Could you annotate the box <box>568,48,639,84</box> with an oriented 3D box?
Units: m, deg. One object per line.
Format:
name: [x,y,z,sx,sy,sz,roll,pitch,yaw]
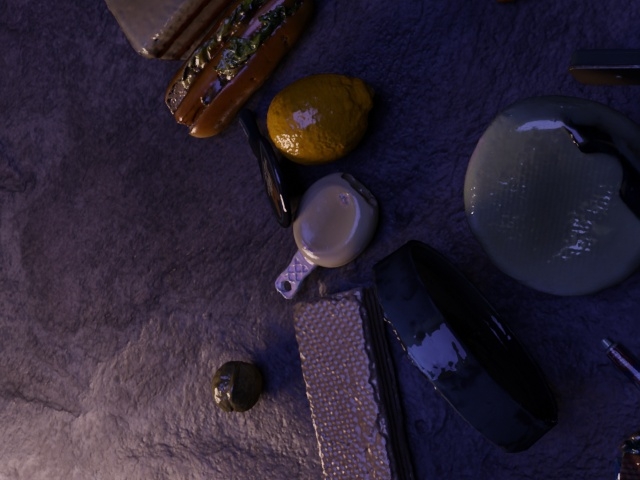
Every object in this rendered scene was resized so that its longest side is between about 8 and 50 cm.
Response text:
box: [0.410,-0.238,1.405,0.126,0.091,0.031,5,85,31]

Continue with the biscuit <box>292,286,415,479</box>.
biscuit: [0.062,0.291,1.605,0.144,0.078,0.426,-13,83,28]

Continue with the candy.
candy: [-0.220,-0.460,1.726,0.321,0.135,0.179,-40,73,32]

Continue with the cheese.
cheese: [0.000,0.000,1.654,0.137,0.064,0.227,45,112,24]

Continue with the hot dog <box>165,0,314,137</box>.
hot dog: [-0.138,-0.317,1.715,0.337,0.100,0.135,-45,68,22]

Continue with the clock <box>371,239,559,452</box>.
clock: [0.198,0.138,1.391,0.067,0.325,0.325,-41,70,16]

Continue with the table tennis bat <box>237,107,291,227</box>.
table tennis bat: [-0.089,-0.125,1.685,0.027,0.150,0.236,-17,56,-11]

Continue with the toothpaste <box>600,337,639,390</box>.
toothpaste: [0.441,0.187,1.421,0.140,0.021,0.037,47,113,19]

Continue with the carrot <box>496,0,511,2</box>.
carrot: [0.337,-0.384,1.478,0.191,0.047,0.047,-10,84,25]

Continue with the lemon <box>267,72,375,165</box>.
lemon: [0.002,-0.193,1.611,0.187,0.142,0.142,-24,77,14]

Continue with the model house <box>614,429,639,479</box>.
model house: [0.454,0.305,1.338,0.148,0.149,0.119,1,89,28]

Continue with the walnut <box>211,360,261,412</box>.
walnut: [-0.141,0.246,1.723,0.092,0.092,0.092,0,89,30]

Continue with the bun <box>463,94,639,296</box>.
bun: [0.339,-0.070,1.401,0.283,0.179,0.283,8,115,19]
